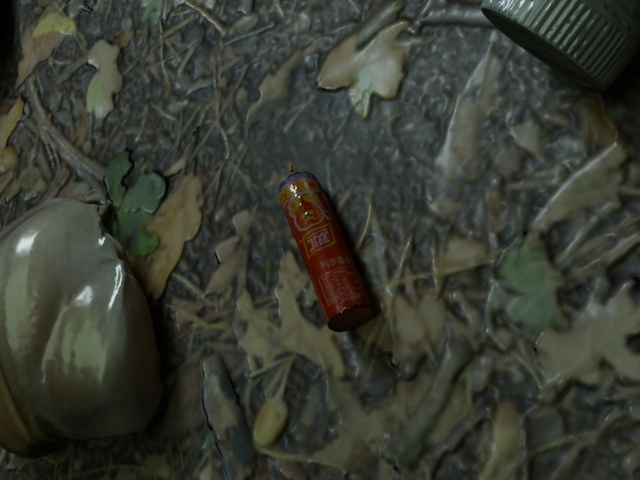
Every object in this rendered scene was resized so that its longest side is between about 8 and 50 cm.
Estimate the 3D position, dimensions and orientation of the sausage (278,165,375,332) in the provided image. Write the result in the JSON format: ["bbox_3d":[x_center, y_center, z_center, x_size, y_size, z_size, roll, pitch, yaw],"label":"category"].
[{"bbox_3d":[0.000,0.000,0.587,0.034,0.034,0.129,-36,58,24],"label":"sausage"}]

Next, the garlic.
[{"bbox_3d":[-0.237,0.064,0.705,0.217,0.110,0.228,-25,63,34],"label":"garlic"}]

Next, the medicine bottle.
[{"bbox_3d":[0.179,-0.184,0.469,0.188,0.088,0.132,-54,52,12],"label":"medicine bottle"}]
